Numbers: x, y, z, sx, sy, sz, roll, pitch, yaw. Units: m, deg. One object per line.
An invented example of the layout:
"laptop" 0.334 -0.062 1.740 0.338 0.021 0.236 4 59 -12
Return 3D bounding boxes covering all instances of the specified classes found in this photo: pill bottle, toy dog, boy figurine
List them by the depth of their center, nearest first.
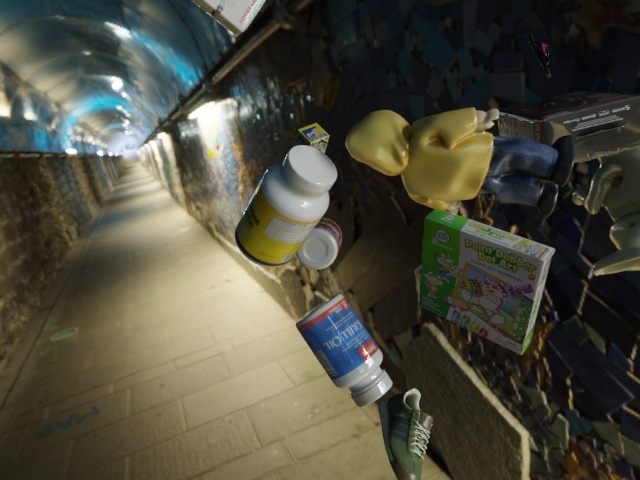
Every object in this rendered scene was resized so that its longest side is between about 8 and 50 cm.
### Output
"boy figurine" 0.176 -0.105 0.695 0.285 0.177 0.092 12 50 12
"pill bottle" -0.050 -0.048 0.755 0.103 0.103 0.184 -28 -19 -45
"pill bottle" 0.055 0.234 1.097 0.124 0.221 0.124 -35 -3 -2
"toy dog" 0.797 -0.152 1.249 0.285 0.407 0.395 -3 -22 -7
"pill bottle" 0.000 0.000 1.520 0.121 0.121 0.216 -11 12 10

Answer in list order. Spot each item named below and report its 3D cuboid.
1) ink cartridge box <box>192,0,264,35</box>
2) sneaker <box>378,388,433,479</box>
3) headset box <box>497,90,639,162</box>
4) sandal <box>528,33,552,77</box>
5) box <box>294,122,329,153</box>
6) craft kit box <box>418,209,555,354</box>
"ink cartridge box" -0.199 -0.520 1.074 0.109 0.150 0.063 -57 23 -4
"sneaker" 0.159 0.336 0.906 0.086 0.064 0.192 -37 22 13
"headset box" 0.555 -0.253 1.150 0.218 0.110 0.293 -13 18 2
"sandal" 0.701 -0.585 1.620 0.040 0.179 0.067 -29 -35 30
"box" -0.031 -0.207 1.285 0.059 0.054 0.169 -27 -26 -28
"craft kit box" 0.326 0.082 1.060 0.250 0.246 0.061 24 41 34
